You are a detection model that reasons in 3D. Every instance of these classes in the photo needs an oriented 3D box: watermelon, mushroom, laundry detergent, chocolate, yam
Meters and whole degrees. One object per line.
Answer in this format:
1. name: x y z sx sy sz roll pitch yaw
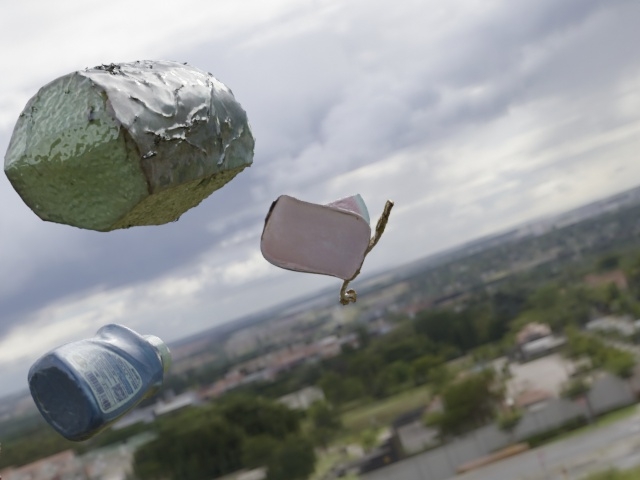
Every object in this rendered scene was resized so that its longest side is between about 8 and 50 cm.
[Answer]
1. watermelon: 0.015 -0.016 1.647 0.092 0.084 0.072 -57 -24 3
2. mushroom: 0.059 0.022 1.988 0.028 0.026 0.286 -53 -9 -29
3. laundry detergent: -0.324 0.205 2.240 0.094 0.143 0.290 -41 -7 23
4. chocolate: 0.000 0.000 1.251 0.101 0.064 0.031 11 -9 26
5. yam: -0.224 -0.109 1.677 0.202 0.201 0.271 -34 2 26
